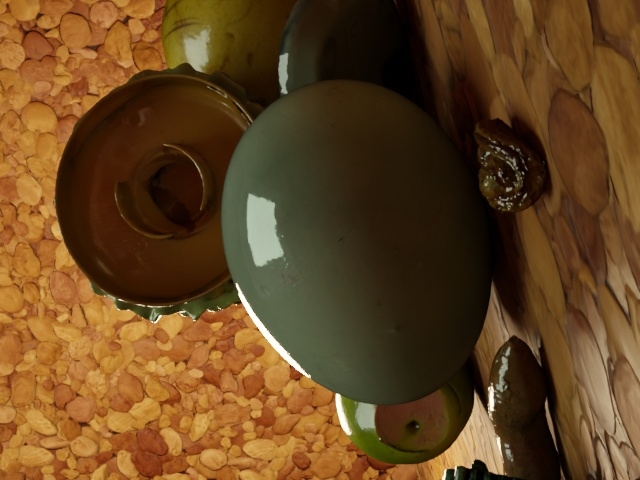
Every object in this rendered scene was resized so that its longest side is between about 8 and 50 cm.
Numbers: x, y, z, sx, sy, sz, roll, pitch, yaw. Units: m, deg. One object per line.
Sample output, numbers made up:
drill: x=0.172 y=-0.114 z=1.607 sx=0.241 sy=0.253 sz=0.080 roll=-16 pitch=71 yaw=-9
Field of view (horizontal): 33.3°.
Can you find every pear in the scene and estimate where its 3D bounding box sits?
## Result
pear: x=0.106 y=0.191 z=1.381 sx=0.220 sy=0.187 sz=0.187 roll=-135 pitch=28 yaw=-80
pear: x=-0.062 y=-0.259 z=1.305 sx=0.281 sy=0.281 sz=0.280 roll=164 pitch=90 yaw=-89

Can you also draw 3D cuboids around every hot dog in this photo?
hot dog: x=0.125 y=-0.051 z=0.723 sx=0.083 sy=0.035 sz=0.058 roll=-110 pitch=7 yaw=-68

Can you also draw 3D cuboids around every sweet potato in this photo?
sweet potato: x=0.176 y=0.169 z=0.925 sx=0.065 sy=0.051 sz=0.218 roll=-113 pitch=7 yaw=-61

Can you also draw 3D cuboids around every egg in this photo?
egg: x=0.040 y=0.017 z=0.958 sx=0.371 sy=0.230 sz=0.230 roll=69 pitch=-177 yaw=-48

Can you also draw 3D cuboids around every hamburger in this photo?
hamburger: x=-0.141 y=-0.048 z=1.175 sx=0.212 sy=0.274 sz=0.274 roll=5 pitch=-112 yaw=-79

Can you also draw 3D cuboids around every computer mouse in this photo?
computer mouse: x=0.026 y=-0.120 z=1.105 sx=0.197 sy=0.095 sz=0.331 roll=-49 pitch=-40 yaw=-39

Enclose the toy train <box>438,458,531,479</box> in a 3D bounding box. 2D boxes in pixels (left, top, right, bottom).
toy train: x=0.143 y=0.274 z=0.795 sx=0.330 sy=0.138 sz=0.178 roll=75 pitch=-155 yaw=-64
